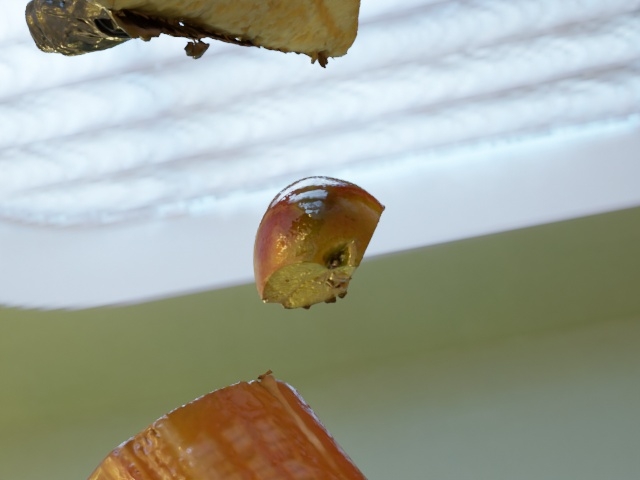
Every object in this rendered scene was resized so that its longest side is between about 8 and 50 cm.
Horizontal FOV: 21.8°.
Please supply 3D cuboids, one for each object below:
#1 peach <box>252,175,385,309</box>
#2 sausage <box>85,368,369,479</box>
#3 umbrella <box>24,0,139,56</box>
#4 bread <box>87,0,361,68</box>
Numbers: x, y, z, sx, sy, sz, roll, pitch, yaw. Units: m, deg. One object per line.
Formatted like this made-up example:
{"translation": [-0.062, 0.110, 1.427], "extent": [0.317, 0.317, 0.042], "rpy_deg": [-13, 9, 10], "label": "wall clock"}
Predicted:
{"translation": [-0.001, -0.007, 1.591], "extent": [0.151, 0.151, 0.118], "rpy_deg": [52, -165, -73], "label": "peach"}
{"translation": [-0.025, 0.278, 1.186], "extent": [0.287, 0.233, 0.233], "rpy_deg": [50, 173, 28], "label": "sausage"}
{"translation": [-0.113, -0.212, 1.318], "extent": [0.090, 0.326, 0.094], "rpy_deg": [35, -126, -41], "label": "umbrella"}
{"translation": [-0.142, -0.241, 1.009], "extent": [0.346, 0.242, 0.405], "rpy_deg": [47, 163, 6], "label": "bread"}
